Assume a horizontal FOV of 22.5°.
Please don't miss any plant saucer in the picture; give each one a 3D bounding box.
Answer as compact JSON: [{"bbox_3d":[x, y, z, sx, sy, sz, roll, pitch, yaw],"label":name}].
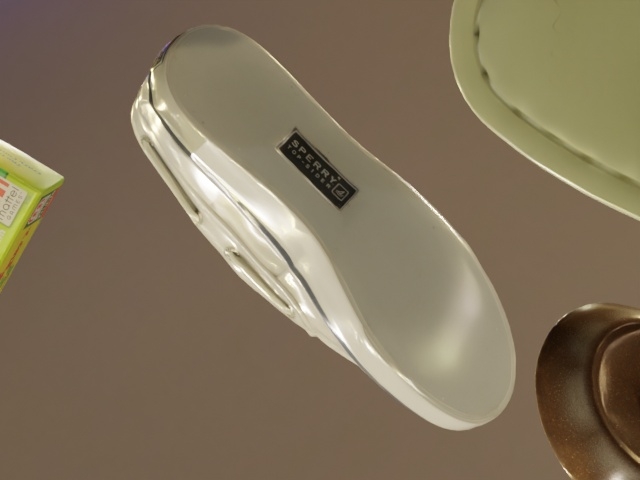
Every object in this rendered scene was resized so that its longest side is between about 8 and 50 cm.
[{"bbox_3d":[0.267,0.135,1.304,0.198,0.198,0.036,-51,-175,-38],"label":"plant saucer"}]

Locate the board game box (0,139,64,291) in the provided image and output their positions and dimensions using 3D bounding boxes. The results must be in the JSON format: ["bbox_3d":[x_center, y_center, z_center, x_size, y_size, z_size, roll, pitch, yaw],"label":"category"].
[{"bbox_3d":[-0.231,-0.037,0.804,0.092,0.181,0.043,-59,180,15],"label":"board game box"}]

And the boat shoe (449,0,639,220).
[{"bbox_3d":[0.143,-0.028,0.354,0.228,0.081,0.069,11,-178,17],"label":"boat shoe"}]

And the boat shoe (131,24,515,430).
[{"bbox_3d":[0.000,0.000,0.862,0.095,0.258,0.084,-37,178,-35],"label":"boat shoe"}]
